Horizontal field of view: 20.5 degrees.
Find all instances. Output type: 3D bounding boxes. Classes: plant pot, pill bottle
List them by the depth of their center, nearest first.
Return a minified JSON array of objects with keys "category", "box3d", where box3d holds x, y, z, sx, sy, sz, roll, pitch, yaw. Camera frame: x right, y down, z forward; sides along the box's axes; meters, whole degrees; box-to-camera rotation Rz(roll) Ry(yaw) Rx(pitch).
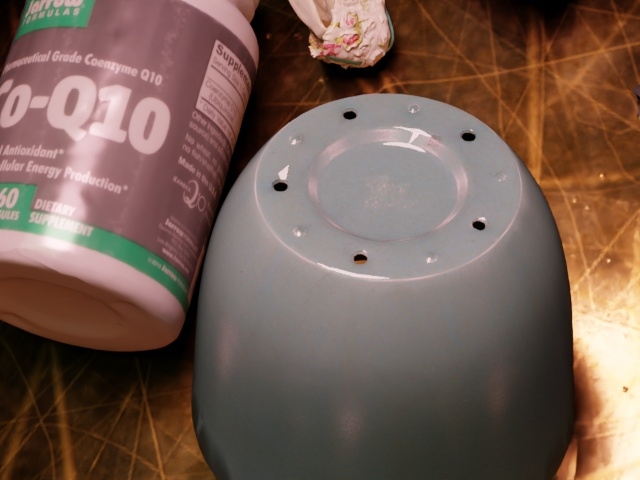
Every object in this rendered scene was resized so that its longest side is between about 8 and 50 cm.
[{"category":"plant pot","box3d":[0.047,0.040,1.268,0.293,0.235,0.293,0,47,0]},{"category":"pill bottle","box3d":[-0.168,-0.107,1.472,0.204,0.204,0.361,6,67,19]}]

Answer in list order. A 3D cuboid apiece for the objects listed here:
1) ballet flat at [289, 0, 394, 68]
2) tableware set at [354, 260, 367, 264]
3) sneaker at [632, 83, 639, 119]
[{"category":"ballet flat","box3d":[-0.007,-0.258,1.542,0.077,0.091,0.241,-10,68,-28]},{"category":"tableware set","box3d":[0.000,0.000,1.474,0.104,0.024,0.154,3,65,17]},{"category":"sneaker","box3d":[0.277,-0.097,1.441,0.035,0.031,0.083,-21,56,21]}]
